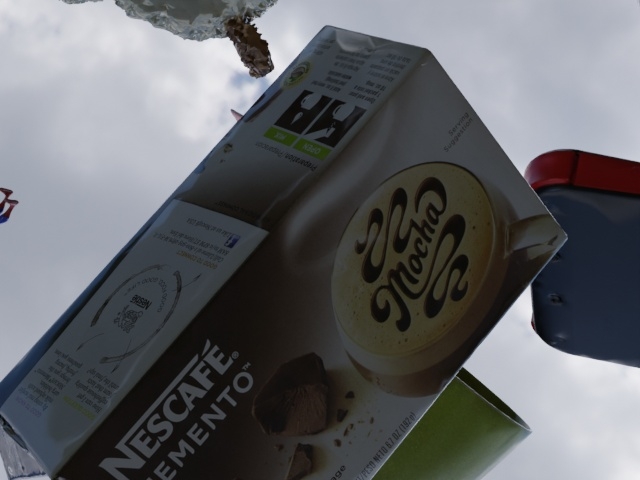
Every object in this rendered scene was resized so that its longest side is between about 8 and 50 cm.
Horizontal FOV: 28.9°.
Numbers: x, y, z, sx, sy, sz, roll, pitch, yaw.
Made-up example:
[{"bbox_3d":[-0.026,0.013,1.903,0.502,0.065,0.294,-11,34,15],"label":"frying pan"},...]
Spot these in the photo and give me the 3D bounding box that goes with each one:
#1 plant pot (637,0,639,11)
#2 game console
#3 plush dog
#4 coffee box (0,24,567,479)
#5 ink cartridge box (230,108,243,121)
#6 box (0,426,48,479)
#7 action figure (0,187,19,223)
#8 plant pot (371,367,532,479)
[{"bbox_3d":[0.417,-0.281,1.116,0.212,0.236,0.236,35,-105,28],"label":"plant pot"},{"bbox_3d":[0.410,0.044,1.469,0.342,0.387,0.060,9,-122,19],"label":"game console"},{"bbox_3d":[-0.104,-0.274,1.129,0.211,0.262,0.225,52,-166,-28],"label":"plush dog"},{"bbox_3d":[-0.020,0.044,0.717,0.297,0.119,0.168,-48,-56,-11],"label":"coffee box"},{"bbox_3d":[0.000,0.000,1.445,0.066,0.261,0.296,-41,-59,-14],"label":"ink cartridge box"},{"bbox_3d":[-0.235,0.194,1.484,0.261,0.184,0.103,-17,-89,-37],"label":"box"},{"bbox_3d":[-0.413,-0.012,1.535,0.030,0.115,0.038,9,-148,-48],"label":"action figure"},{"bbox_3d":[0.098,0.292,1.754,0.274,0.293,0.275,39,-177,-2],"label":"plant pot"}]
